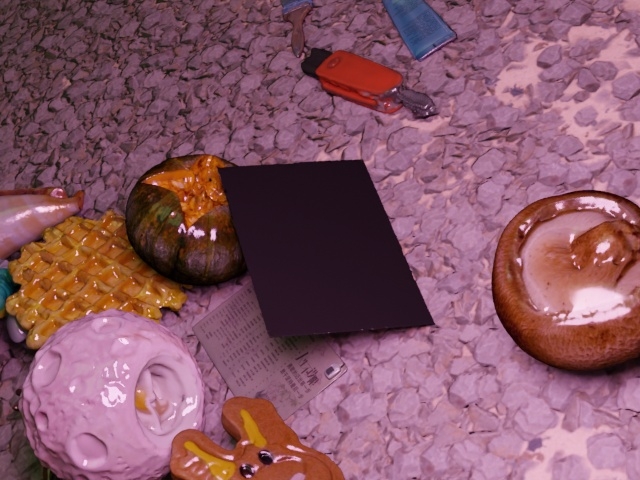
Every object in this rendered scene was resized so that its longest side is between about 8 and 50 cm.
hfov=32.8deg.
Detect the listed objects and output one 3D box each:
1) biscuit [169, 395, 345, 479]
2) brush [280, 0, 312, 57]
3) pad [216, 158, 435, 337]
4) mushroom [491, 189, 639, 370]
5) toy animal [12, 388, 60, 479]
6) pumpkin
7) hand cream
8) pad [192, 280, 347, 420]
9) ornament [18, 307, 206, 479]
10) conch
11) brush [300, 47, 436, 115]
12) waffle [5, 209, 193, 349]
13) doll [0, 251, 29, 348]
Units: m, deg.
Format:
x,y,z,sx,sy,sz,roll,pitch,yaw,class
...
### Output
x,y,z,sx,sy,sz,roll,pitch,yaw,class
-0.061,0.320,1.402,0.295,0.044,0.186,36,53,28,biscuit
-0.044,-0.414,2.055,0.070,0.021,0.196,-18,48,19,brush
0.000,0.000,1.613,0.247,0.007,0.368,-3,44,-18,pad
0.336,0.051,1.369,0.253,0.153,0.253,-14,49,17,mushroom
-0.410,0.300,1.665,0.229,0.066,0.224,31,74,37,toy animal
-0.194,-0.030,1.718,0.238,0.159,0.238,8,37,-6,pumpkin
0.160,-0.402,1.919,0.083,0.048,0.224,-31,52,5,hand cream
-0.083,0.159,1.627,0.159,0.009,0.265,-39,45,-2,pad
-0.296,0.227,1.521,0.225,0.259,0.259,-9,50,36,ornament
-0.559,-0.024,1.991,0.255,0.127,0.158,-5,12,3,conch
0.080,-0.264,1.848,0.070,0.051,0.323,-42,42,-15,brush
-0.368,0.057,1.788,0.307,0.060,0.312,-18,45,-8,waffle
-0.544,0.122,1.848,0.195,0.153,0.258,-14,29,44,doll
